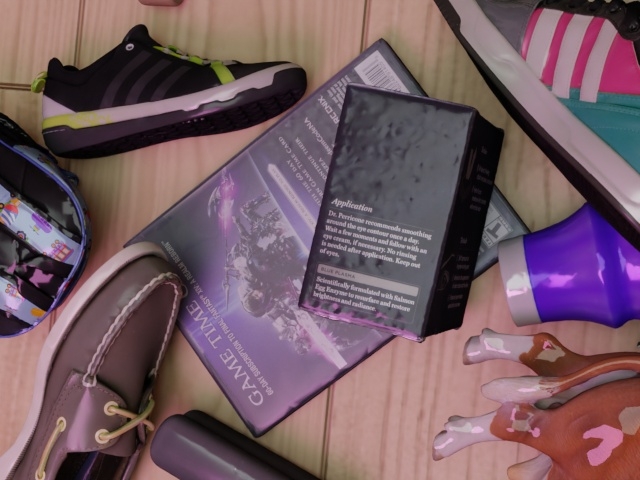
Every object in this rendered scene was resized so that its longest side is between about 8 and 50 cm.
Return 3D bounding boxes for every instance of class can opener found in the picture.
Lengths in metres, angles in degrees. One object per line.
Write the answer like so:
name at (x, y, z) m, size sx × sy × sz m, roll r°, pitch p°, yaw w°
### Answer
can opener at (-0.013, 0.238, 0.958) m, size 0.283 × 0.076 × 0.095 m, roll 28°, pitch 95°, yaw 15°

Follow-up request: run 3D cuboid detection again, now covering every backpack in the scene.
backpack at (-0.259, -0.009, 1.004) m, size 0.173 × 0.117 × 0.158 m, roll 32°, pitch 97°, yaw 14°

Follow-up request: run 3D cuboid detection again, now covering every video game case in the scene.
video game case at (0.000, 0.000, 0.984) m, size 0.274 × 0.026 × 0.196 m, roll -38°, pitch 80°, yaw 12°

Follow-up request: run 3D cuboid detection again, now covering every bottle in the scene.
bottle at (0.271, 0.003, 0.877) m, size 0.283 × 0.092 × 0.118 m, roll -13°, pitch 86°, yaw 14°

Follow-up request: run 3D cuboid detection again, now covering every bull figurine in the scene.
bull figurine at (0.175, 0.207, 0.868) m, size 0.188 × 0.101 × 0.310 m, roll 12°, pitch 113°, yaw 21°

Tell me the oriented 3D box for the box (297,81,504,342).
box at (0.062, -0.019, 0.875) m, size 0.093 × 0.156 × 0.158 m, roll 14°, pitch 93°, yaw 15°

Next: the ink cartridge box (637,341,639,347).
ink cartridge box at (0.330, 0.082, 0.852) m, size 0.209 × 0.109 × 0.062 m, roll -12°, pitch 85°, yaw 14°

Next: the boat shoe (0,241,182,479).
boat shoe at (-0.179, 0.146, 0.975) m, size 0.091 × 0.109 × 0.305 m, roll 37°, pitch 107°, yaw 30°

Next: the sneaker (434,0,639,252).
sneaker at (0.211, -0.138, 0.852) m, size 0.178 × 0.124 × 0.295 m, roll -39°, pitch 53°, yaw 6°

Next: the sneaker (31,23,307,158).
sneaker at (-0.129, -0.132, 0.989) m, size 0.235 × 0.084 × 0.097 m, roll -10°, pitch 84°, yaw 14°

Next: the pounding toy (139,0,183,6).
pounding toy at (-0.113, -0.269, 0.950) m, size 0.094 × 0.206 × 0.181 m, roll 6°, pitch 47°, yaw 15°
